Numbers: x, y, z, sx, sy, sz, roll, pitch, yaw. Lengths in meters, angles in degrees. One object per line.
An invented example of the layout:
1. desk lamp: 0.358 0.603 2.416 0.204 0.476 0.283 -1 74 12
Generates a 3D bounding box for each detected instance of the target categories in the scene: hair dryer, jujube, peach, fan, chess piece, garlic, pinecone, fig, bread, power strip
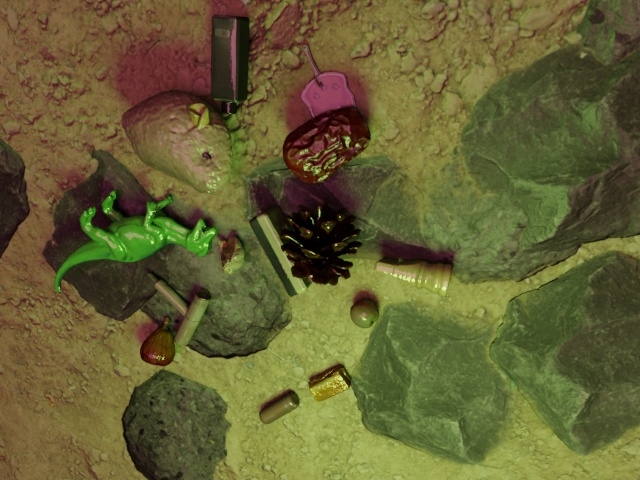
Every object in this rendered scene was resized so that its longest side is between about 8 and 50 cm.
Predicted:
1. hair dryer: -0.471 0.199 1.791 0.220 0.053 0.195 31 114 6
2. jujube: 0.016 -0.245 1.456 0.230 0.155 0.155 -30 97 14
3. peach: 0.123 0.204 1.603 0.083 0.083 0.083 5 109 15
4. fan: 0.005 -0.403 1.478 0.132 0.009 0.220 -23 101 19
5. chess piece: 0.246 0.084 1.521 0.200 0.090 0.090 14 111 12
6. garlic: -0.257 0.046 1.666 0.074 0.094 0.113 2 107 -27
7. pinecone: 0.001 -0.002 1.505 0.229 0.202 0.201 38 110 15
8. fig: -0.521 0.330 1.815 0.119 0.119 0.153 2 106 16
9. bread: 0.027 0.433 1.720 0.132 0.053 0.074 -33 100 23
10. power strip: -0.105 0.024 1.596 0.070 0.105 0.257 -26 99 21

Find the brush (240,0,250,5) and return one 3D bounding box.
1. brush: -0.241 -0.755 1.434 0.090 0.017 0.315 -26 98 22

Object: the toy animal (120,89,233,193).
1. toy animal: -0.378 -0.285 1.534 0.358 0.188 0.227 26 103 8

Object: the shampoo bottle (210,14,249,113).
1. shampoo bottle: -0.236 -0.457 1.493 0.080 0.079 0.246 10 110 15

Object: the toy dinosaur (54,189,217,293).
1. toy dinosaur: -0.573 0.052 1.758 0.374 0.144 0.500 31 117 -8

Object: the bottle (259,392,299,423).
1. bottle: -0.130 0.529 1.797 0.140 0.053 0.053 -35 95 24
